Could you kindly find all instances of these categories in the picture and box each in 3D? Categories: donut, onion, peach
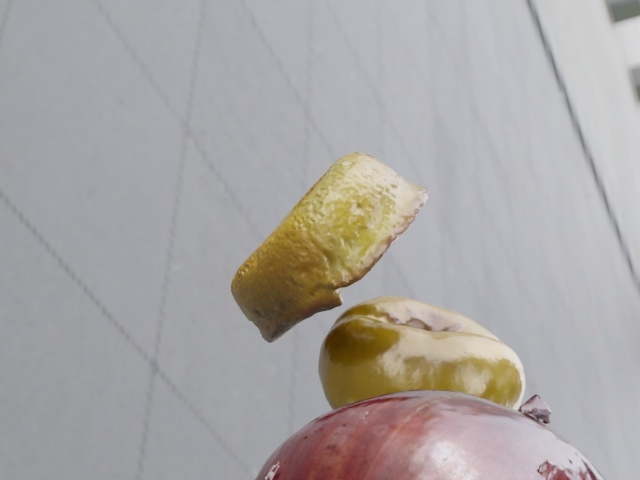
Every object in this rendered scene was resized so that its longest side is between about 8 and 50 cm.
[{"bbox_3d":[-0.001,0.000,1.126,0.074,0.190,0.174,43,59,-6],"label":"donut"},{"bbox_3d":[0.064,0.225,0.829,0.276,0.276,0.276,-14,90,-72],"label":"onion"},{"bbox_3d":[0.083,0.111,1.147,0.179,0.179,0.103,-39,138,-70],"label":"peach"}]
